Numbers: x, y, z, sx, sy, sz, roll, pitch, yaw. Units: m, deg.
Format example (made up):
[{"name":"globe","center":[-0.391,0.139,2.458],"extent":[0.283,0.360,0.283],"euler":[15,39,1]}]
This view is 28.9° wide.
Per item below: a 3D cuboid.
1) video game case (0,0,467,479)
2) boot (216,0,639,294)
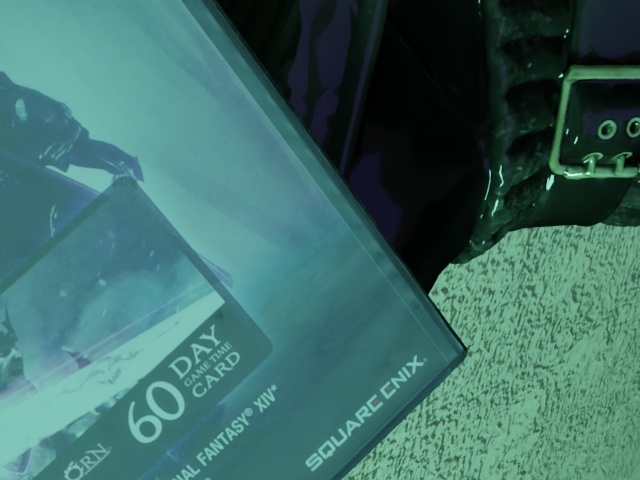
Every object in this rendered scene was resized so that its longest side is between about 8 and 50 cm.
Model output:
[{"name":"video game case","center":[-0.098,0.006,0.315],"extent":[0.196,0.026,0.274],"euler":[-43,122,-9]},{"name":"boot","center":[0.052,-0.008,0.491],"extent":[0.260,0.131,0.348],"euler":[-1,119,-37]}]
